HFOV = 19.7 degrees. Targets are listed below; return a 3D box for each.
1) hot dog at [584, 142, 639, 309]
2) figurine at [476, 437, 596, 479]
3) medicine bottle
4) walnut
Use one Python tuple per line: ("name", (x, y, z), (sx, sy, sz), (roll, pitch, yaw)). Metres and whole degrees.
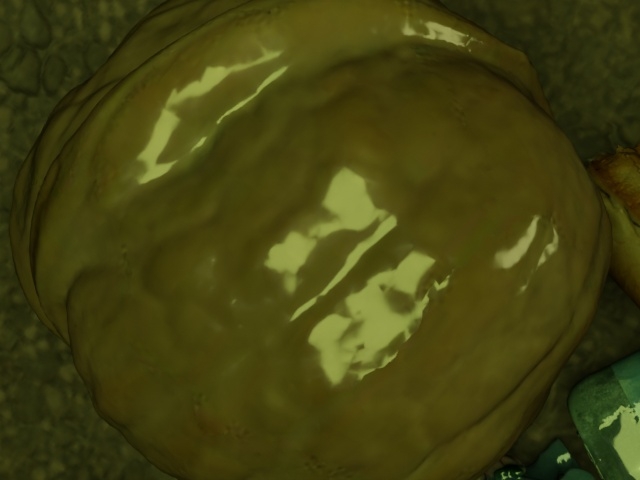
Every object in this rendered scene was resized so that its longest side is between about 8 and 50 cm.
("hot dog", (0.212, 0.025, 0.937), (0.102, 0.076, 0.249), (-20, 44, -17))
("figurine", (0.080, 0.188, 0.990), (0.178, 0.114, 0.144), (-35, 87, -2))
("medicine bottle", (0.240, 0.073, 0.987), (0.208, 0.054, 0.090), (-28, 82, 6))
("walnut", (0.000, 0.000, 0.920), (0.285, 0.285, 0.296), (-39, 46, 7))
